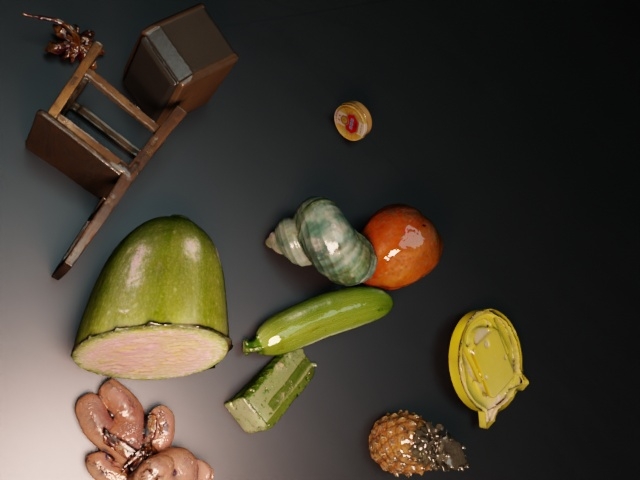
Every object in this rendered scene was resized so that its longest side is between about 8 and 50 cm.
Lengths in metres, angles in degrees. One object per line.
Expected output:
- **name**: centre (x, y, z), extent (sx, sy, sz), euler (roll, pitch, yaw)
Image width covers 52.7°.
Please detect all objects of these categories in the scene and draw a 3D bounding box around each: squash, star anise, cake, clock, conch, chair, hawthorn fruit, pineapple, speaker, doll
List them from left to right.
- **star anise**: centre (-0.574, -0.456, 1.447), extent (0.190, 0.070, 0.098), euler (16, 80, -36)
- **chair**: centre (-0.506, -0.163, 1.338), extent (0.240, 0.203, 0.416), euler (39, 61, -18)
- **doll**: centre (-0.365, 0.416, 1.280), extent (0.201, 0.156, 0.303), euler (-37, 90, -24)
- **squash**: centre (-0.342, 0.093, 1.324), extent (0.310, 0.310, 0.309), euler (5, 59, -26)
- **speaker**: centre (-0.321, -0.395, 1.473), extent (0.192, 0.231, 0.153), euler (-36, 94, -30)
- **cake**: centre (-0.112, 0.342, 1.498), extent (0.100, 0.099, 0.235), euler (53, 39, -5)
- **squash**: centre (-0.003, 0.188, 1.546), extent (0.394, 0.107, 0.107), euler (-18, 85, -23)
- **conch**: centre (0.000, 0.000, 1.556), extent (0.277, 0.220, 0.195), euler (2, 37, 8)
- **hawthorn fruit**: centre (0.181, 0.038, 1.647), extent (0.210, 0.210, 0.262), euler (42, 87, -11)
- **pineapple**: centre (0.231, 0.479, 1.498), extent (0.157, 0.278, 0.158), euler (6, 77, -25)
- **clock**: centre (0.446, 0.331, 1.766), extent (0.277, 0.071, 0.294), euler (-23, 99, -39)

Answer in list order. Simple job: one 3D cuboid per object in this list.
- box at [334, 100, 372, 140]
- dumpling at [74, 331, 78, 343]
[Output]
- **box**: centre (0.088, -0.322, 1.738), extent (0.037, 0.105, 0.106), euler (-37, 95, -37)
- **dumpling**: centre (-0.477, 0.204, 1.341), extent (0.059, 0.043, 0.077), euler (33, 58, -40)
